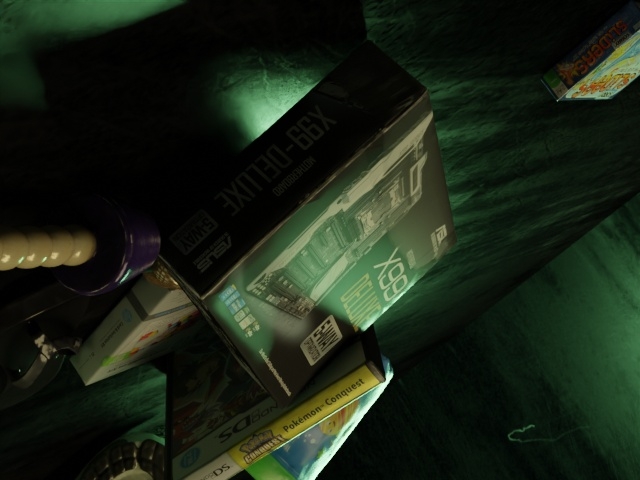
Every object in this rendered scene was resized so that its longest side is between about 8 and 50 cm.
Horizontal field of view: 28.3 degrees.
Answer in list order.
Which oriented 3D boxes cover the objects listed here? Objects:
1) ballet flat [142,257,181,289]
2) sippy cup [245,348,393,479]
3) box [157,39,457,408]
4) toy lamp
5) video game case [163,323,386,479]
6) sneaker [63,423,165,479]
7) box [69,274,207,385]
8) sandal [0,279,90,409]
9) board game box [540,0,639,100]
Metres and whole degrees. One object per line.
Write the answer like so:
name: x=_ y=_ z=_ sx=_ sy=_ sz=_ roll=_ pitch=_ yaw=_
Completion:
ballet flat: x=-0.085 y=-0.004 z=1.161 sx=0.067 sy=0.073 sz=0.206 roll=-9 pitch=-175 yaw=43
sippy cup: x=-0.035 y=0.184 z=1.625 sx=0.224 sy=0.240 sz=0.305 roll=-44 pitch=-153 yaw=-4
box: x=0.000 y=0.000 z=1.108 sx=0.242 sy=0.076 sz=0.307 roll=-42 pitch=156 yaw=-9
toy lamp: x=-0.198 y=0.002 z=0.842 sx=0.080 sy=0.080 sz=0.274 roll=-39 pitch=166 yaw=19
video game case: x=-0.058 y=0.125 z=1.341 sx=0.248 sy=0.035 sz=0.275 roll=-34 pitch=-153 yaw=12
sneaker: x=-0.337 y=0.395 z=1.824 sx=0.410 sy=0.158 sz=0.182 roll=-33 pitch=-174 yaw=15
box: x=-0.152 y=0.067 z=1.278 sx=0.145 sy=0.038 sz=0.186 roll=-19 pitch=161 yaw=-48
sandal: x=-0.246 y=0.099 z=1.119 sx=0.097 sy=0.054 sz=0.254 roll=-28 pitch=166 yaw=-24
board game box: x=0.351 y=-0.220 z=1.483 sx=0.136 sy=0.035 sz=0.201 roll=-41 pitch=165 yaw=28
